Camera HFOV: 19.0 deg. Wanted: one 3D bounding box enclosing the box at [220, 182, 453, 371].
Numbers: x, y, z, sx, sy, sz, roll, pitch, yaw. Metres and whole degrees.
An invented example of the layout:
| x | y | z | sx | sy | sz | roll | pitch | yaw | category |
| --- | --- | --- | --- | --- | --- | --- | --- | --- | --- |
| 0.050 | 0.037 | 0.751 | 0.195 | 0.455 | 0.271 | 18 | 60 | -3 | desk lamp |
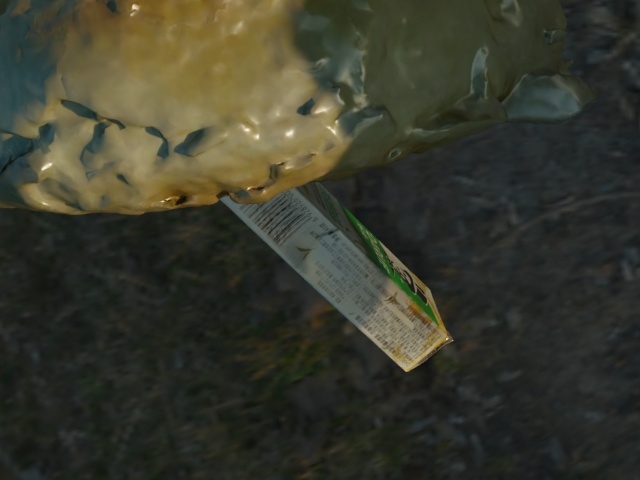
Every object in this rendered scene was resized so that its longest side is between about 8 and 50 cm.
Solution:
| x | y | z | sx | sy | sz | roll | pitch | yaw | category |
| --- | --- | --- | --- | --- | --- | --- | --- | --- | --- |
| 0.000 | 0.000 | 1.124 | 0.041 | 0.207 | 0.050 | -41 | 35 | 9 | box |

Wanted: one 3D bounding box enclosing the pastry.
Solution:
| x | y | z | sx | sy | sz | roll | pitch | yaw | category |
| --- | --- | --- | --- | --- | --- | --- | --- | --- | --- |
| -0.046 | -0.101 | 0.897 | 0.329 | 0.329 | 0.136 | -3 | 105 | 30 | pastry |
